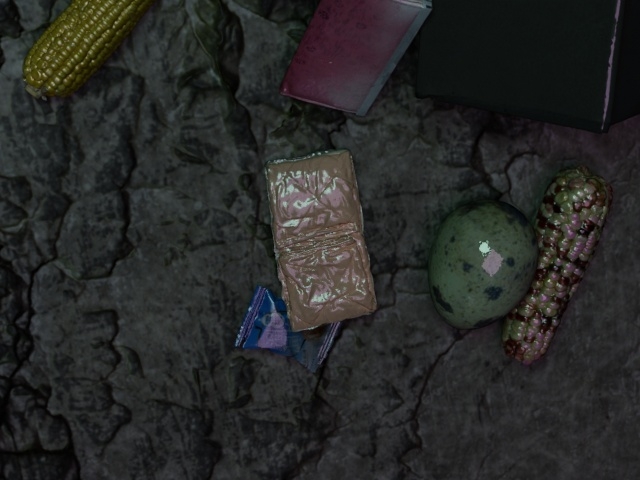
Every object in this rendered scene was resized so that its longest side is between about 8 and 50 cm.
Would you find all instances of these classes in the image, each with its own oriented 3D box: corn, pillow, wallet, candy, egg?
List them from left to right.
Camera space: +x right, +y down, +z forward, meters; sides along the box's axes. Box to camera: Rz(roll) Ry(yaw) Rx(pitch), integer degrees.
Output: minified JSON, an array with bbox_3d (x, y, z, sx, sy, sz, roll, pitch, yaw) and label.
[{"bbox_3d":[-0.267,-0.259,1.293,0.080,0.080,0.238,42,96,-17],"label":"corn"},{"bbox_3d":[-0.041,0.122,1.461,0.136,0.038,0.088,22,87,-22],"label":"candy"},{"bbox_3d":[0.000,0.000,1.420,0.126,0.043,0.232,-10,100,-4],"label":"pillow"},{"bbox_3d":[0.036,-0.228,1.299,0.119,0.232,0.025,12,61,-14],"label":"wallet"},{"bbox_3d":[0.211,0.034,1.425,0.141,0.141,0.181,15,107,-13],"label":"egg"},{"bbox_3d":[0.316,0.032,1.476,0.092,0.092,0.280,14,107,-13],"label":"corn"}]

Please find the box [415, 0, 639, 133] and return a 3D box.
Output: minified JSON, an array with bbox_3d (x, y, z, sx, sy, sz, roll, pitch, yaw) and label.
[{"bbox_3d":[0.274,-0.321,1.239,0.204,0.251,0.345,-19,119,-50],"label":"box"}]
